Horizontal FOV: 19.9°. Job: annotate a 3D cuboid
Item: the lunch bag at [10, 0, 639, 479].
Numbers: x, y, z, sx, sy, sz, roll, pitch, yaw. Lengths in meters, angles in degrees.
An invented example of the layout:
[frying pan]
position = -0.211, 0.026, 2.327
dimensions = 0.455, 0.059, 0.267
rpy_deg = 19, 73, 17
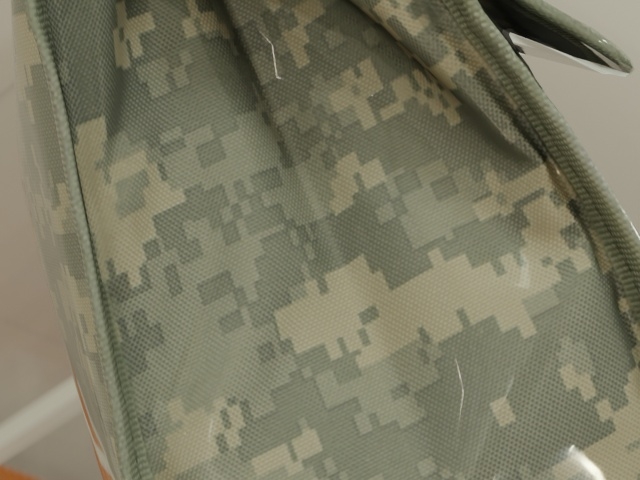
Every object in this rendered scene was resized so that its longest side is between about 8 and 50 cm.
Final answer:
[lunch bag]
position = 0.000, 0.000, 0.527
dimensions = 0.235, 0.169, 0.287
rpy_deg = -135, -158, -79
